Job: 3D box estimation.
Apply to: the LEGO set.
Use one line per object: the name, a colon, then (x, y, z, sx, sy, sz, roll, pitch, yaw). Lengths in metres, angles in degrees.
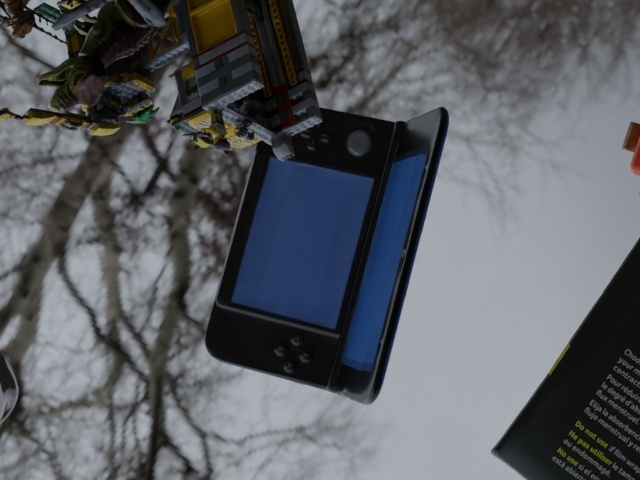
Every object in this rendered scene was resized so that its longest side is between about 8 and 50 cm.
LEGO set: (-0.152, -0.139, 1.055, 0.331, 0.255, 0.192, 37, -144, -62)

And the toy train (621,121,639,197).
toy train: (0.179, 0.002, 0.792, 0.046, 0.166, 0.125, 22, -167, 37)

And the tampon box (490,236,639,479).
tampon box: (0.158, 0.036, 0.503, 0.101, 0.161, 0.120, 37, -168, 23)

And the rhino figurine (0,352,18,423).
rhino figurine: (-0.255, 0.112, 0.947, 0.073, 0.106, 0.243, 51, 174, -1)

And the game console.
game console: (0.000, 0.000, 1.456, 0.250, 0.293, 0.173, 13, 175, 21)
